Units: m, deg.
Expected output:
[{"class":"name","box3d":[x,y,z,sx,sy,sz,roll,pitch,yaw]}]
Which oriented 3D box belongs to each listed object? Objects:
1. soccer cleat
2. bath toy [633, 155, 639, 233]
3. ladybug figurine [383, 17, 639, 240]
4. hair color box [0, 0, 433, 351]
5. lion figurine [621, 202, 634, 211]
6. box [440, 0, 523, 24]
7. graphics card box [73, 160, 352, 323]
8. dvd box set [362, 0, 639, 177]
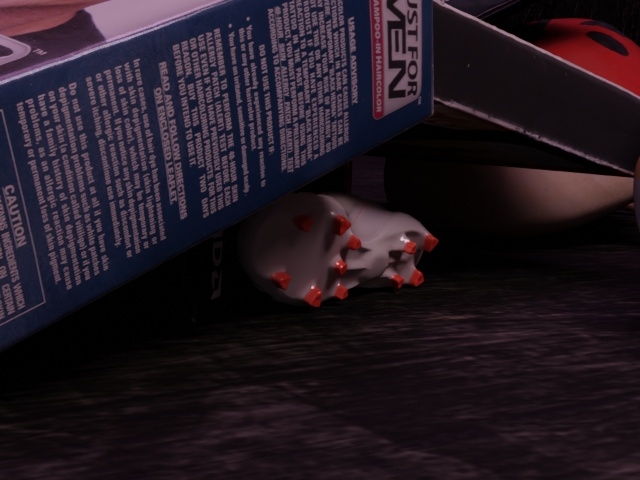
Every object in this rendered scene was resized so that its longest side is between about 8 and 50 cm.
[{"class":"soccer cleat","box3d":[0.000,0.000,0.643,0.076,0.068,0.196,28,13,30]},{"class":"bath toy","box3d":[0.260,-0.015,0.640,0.151,0.129,0.348,33,16,9]},{"class":"ladybug figurine","box3d":[0.218,-0.133,1.076,0.305,0.162,0.449,-5,17,20]},{"class":"hair color box","box3d":[-0.119,-0.062,0.461,0.173,0.105,0.347,21,37,36]},{"class":"lion figurine","box3d":[0.297,-0.113,1.349,0.240,0.142,0.392,-7,13,-8]},{"class":"box","box3d":[0.031,-0.414,1.068,0.297,0.472,0.480,-27,6,-8]},{"class":"graphics card box","box3d":[-0.126,-0.025,0.727,0.232,0.094,0.371,4,6,13]},{"class":"dvd box set","box3d":[-0.002,-0.118,0.814,0.307,0.062,0.420,12,-1,-44]}]
